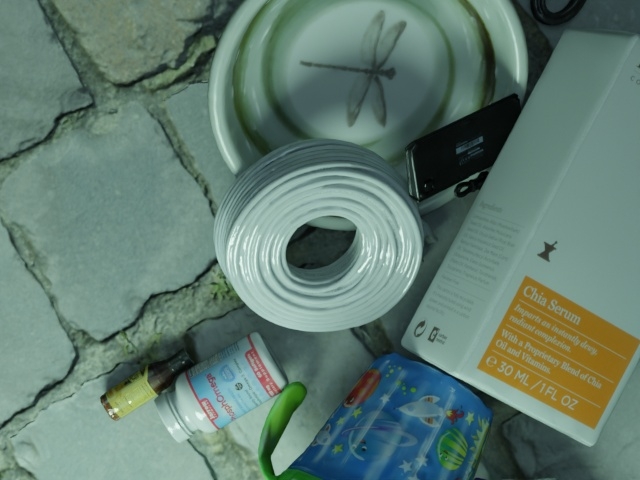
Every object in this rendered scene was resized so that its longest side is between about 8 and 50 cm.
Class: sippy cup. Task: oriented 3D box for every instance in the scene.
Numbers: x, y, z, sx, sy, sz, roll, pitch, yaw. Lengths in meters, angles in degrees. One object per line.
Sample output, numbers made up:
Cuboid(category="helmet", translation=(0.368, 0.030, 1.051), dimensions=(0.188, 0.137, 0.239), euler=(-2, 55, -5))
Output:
Cuboid(category="sippy cup", translation=(0.092, 0.269, 1.852), dimensions=(0.305, 0.240, 0.224), euler=(33, 74, -9))

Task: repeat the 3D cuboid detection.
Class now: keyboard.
Cuboid(category="keyboard", translation=(0.179, -0.104, 1.864), dimensions=(0.180, 0.023, 0.108), euler=(-26, 121, -27))

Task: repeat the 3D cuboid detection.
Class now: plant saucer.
Cuboid(category="plant saucer", translation=(0.053, -0.205, 1.885), dimensions=(0.401, 0.100, 0.400), euler=(-6, 122, -10))

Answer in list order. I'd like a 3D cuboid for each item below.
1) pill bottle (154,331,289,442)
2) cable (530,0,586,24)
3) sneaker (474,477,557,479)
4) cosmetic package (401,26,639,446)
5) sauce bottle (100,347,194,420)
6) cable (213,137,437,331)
Cuboid(category="pill bottle", translation=(-0.127, 0.190, 1.934), dimensions=(0.160, 0.087, 0.087), euler=(-31, 88, 1))
Cuboid(category="cable", translation=(0.364, -0.410, 1.969), dimensions=(0.140, 0.072, 0.287), euler=(16, 101, -15))
Cuboid(category="sneaker", translation=(0.193, 0.391, 1.919), dimensions=(0.282, 0.102, 0.161), euler=(-24, 84, -10))
Cuboid(category="cosmetic package", translation=(0.318, -0.008, 1.854), dimensions=(0.230, 0.161, 0.453), euler=(28, 89, -24))
Cuboid(category="sauce bottle", translation=(-0.223, 0.184, 1.961), dimensions=(0.128, 0.042, 0.042), euler=(-33, 88, -2))
Cuboid(category="cable", translation=(0.000, 0.000, 1.883), dimensions=(0.257, 0.089, 0.257), euler=(-29, 122, 6))
